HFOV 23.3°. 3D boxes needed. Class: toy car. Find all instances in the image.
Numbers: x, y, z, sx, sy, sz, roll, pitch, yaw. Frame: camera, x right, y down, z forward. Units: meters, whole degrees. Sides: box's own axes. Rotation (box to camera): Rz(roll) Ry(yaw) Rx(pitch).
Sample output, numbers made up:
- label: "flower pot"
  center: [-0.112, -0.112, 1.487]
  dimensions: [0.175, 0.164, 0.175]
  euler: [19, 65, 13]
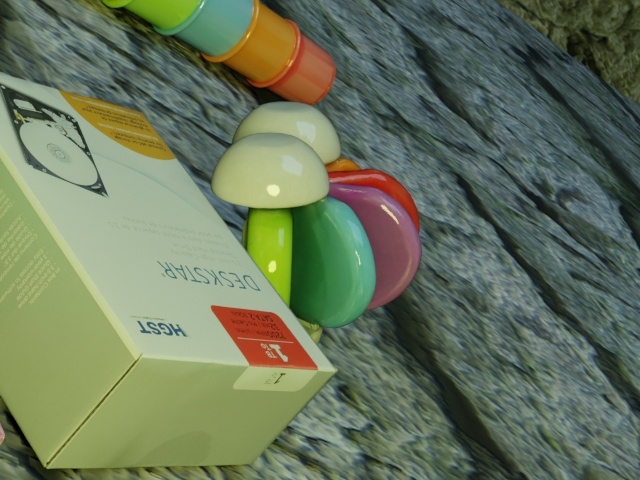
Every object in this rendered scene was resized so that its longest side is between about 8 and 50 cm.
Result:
- label: "toy car"
  center: [0.000, 0.000, 1.034]
  dimensions: [0.136, 0.159, 0.182]
  euler: [5, 20, 5]

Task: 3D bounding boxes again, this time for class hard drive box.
- label: "hard drive box"
  center: [-0.127, 0.017, 0.895]
  dimensions: [0.232, 0.089, 0.181]
  euler: [52, 22, 26]

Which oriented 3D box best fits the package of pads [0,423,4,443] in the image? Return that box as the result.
- label: "package of pads"
  center: [-0.188, 0.069, 0.747]
  dimensions: [0.050, 0.032, 0.083]
  euler: [26, 24, -47]

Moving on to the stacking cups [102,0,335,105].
- label: "stacking cups"
  center: [-0.108, -0.212, 1.452]
  dimensions: [0.316, 0.096, 0.096]
  euler: [30, 22, -39]
